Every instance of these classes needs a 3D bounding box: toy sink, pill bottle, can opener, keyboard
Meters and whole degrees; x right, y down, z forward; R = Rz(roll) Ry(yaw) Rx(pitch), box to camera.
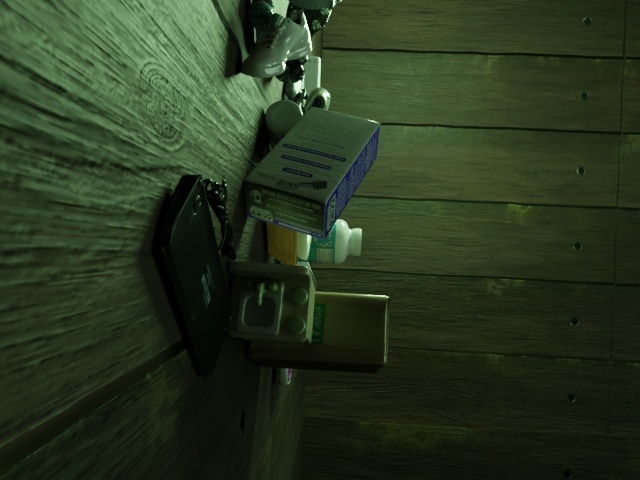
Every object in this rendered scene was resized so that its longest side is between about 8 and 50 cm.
[{"bbox_3d":[-0.094,0.136,0.992,0.234,0.153,0.131,87,7,-73],"label":"toy sink"},{"bbox_3d":[-0.087,-0.275,1.292,0.169,0.094,0.094,86,8,-70],"label":"pill bottle"},{"bbox_3d":[-0.093,-0.399,1.527,0.093,0.074,0.280,46,32,-36],"label":"can opener"},{"bbox_3d":[0.000,0.000,1.641,0.146,0.264,0.146,3,90,-88],"label":"pill bottle"},{"bbox_3d":[-0.163,0.037,0.715,0.317,0.033,0.201,91,9,-47],"label":"keyboard"}]

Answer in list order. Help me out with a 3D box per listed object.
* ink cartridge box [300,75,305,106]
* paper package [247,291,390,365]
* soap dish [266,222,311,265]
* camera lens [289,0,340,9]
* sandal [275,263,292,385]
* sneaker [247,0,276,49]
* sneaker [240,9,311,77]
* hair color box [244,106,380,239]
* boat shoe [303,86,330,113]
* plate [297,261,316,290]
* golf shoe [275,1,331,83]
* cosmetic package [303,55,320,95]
[{"bbox_3d":[-0.079,-0.480,1.784,0.207,0.046,0.097,90,5,-51],"label":"ink cartridge box"},{"bbox_3d":[0.001,0.235,1.265,0.309,0.325,0.168,87,7,-71],"label":"paper package"},{"bbox_3d":[-0.080,-0.103,1.392,0.290,0.118,0.228,-84,176,-51],"label":"soap dish"},{"bbox_3d":[-0.016,-0.665,1.064,0.274,0.220,0.219,81,12,-78],"label":"camera lens"},{"bbox_3d":[-0.092,0.276,1.695,0.169,0.102,0.415,12,81,-88],"label":"sandal"},{"bbox_3d":[-0.109,-0.446,1.036,0.166,0.065,0.076,90,-1,-69],"label":"sneaker"},{"bbox_3d":[-0.088,-0.382,0.960,0.212,0.080,0.094,-54,153,-44],"label":"sneaker"},{"bbox_3d":[-0.007,-0.165,1.131,0.338,0.185,0.110,-56,157,-43],"label":"hair color box"},{"bbox_3d":[-0.047,-0.350,1.638,0.094,0.109,0.302,-73,180,-65],"label":"boat shoe"},{"bbox_3d":[-0.075,0.162,1.822,0.278,0.045,0.277,-117,-158,-48],"label":"plate"},{"bbox_3d":[-0.059,-0.540,1.274,0.272,0.105,0.120,-64,-155,14],"label":"golf shoe"},{"bbox_3d":[-0.045,-0.609,1.997,0.117,0.086,0.231,-78,172,-73],"label":"cosmetic package"}]
